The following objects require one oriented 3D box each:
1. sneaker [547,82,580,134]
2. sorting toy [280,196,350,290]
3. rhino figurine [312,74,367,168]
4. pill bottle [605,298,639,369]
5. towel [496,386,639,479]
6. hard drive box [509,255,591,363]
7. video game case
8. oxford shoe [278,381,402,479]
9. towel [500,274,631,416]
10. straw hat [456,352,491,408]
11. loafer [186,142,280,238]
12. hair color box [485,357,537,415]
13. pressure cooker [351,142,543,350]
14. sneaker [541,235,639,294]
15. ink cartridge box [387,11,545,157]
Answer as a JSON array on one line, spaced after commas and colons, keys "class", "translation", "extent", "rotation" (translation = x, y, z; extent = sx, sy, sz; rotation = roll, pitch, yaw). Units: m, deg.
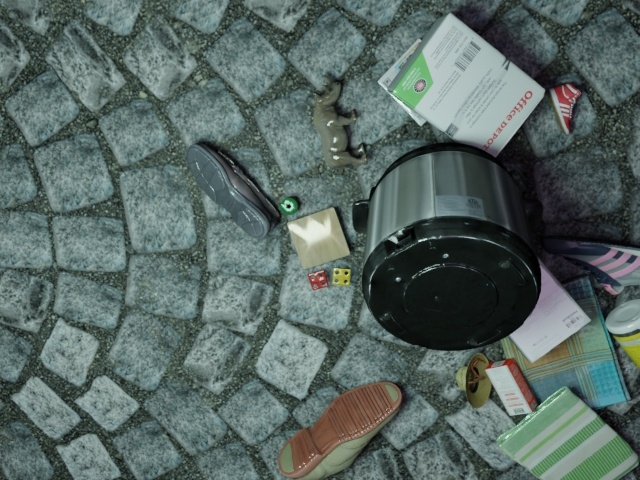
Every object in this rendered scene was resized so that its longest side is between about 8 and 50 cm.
[{"class": "sneaker", "translation": [0.600, -0.320, 1.289], "extent": [0.067, 0.042, 0.118], "rotation": [-20, 96, 13]}, {"class": "sorting toy", "translation": [0.000, 0.000, 1.419], "extent": [0.132, 0.046, 0.275], "rotation": [-19, 98, 10]}, {"class": "rhino figurine", "translation": [0.038, -0.295, 1.343], "extent": [0.106, 0.073, 0.243], "rotation": [-15, 98, 6]}, {"class": "pill bottle", "translation": [0.829, 0.260, 1.342], "extent": [0.119, 0.119, 0.208], "rotation": [-39, 95, 12]}, {"class": "towel", "translation": [0.671, 0.564, 1.438], "extent": [0.325, 0.038, 0.248], "rotation": [41, 105, -10]}, {"class": "hard drive box", "translation": [0.517, 0.157, 1.340], "extent": [0.181, 0.089, 0.232], "rotation": [-39, 83, 7]}, {"class": "video game case", "translation": [0.247, -0.391, 1.327], "extent": [0.157, 0.019, 0.143], "rotation": [45, 102, -3]}, {"class": "oxford shoe", "translation": [0.073, 0.541, 1.499], "extent": [0.397, 0.140, 0.146], "rotation": [-35, 127, 7]}, {"class": "towel", "translation": [0.631, 0.299, 1.413], "extent": [0.271, 0.040, 0.370], "rotation": [-20, 98, 9]}, {"class": "straw hat", "translation": [0.400, 0.372, 1.438], "extent": [0.061, 0.144, 0.145], "rotation": [-3, 104, 46]}, {"class": "loafer", "translation": [-0.227, -0.138, 1.408], "extent": [0.302, 0.095, 0.109], "rotation": [49, 132, 0]}, {"class": "hair color box", "translation": [0.506, 0.389, 1.419], "extent": [0.072, 0.043, 0.141], "rotation": [-28, 89, 45]}, {"class": "pressure cooker", "translation": [0.289, -0.013, 1.211], "extent": [0.370, 0.420, 0.375], "rotation": [33, 127, -19]}, {"class": "sneaker", "translation": [0.701, 0.066, 1.320], "extent": [0.319, 0.112, 0.131], "rotation": [11, 99, 5]}, {"class": "ink cartridge box", "translation": [0.335, -0.350, 1.254], "extent": [0.289, 0.121, 0.211], "rotation": [35, 104, -11]}]
